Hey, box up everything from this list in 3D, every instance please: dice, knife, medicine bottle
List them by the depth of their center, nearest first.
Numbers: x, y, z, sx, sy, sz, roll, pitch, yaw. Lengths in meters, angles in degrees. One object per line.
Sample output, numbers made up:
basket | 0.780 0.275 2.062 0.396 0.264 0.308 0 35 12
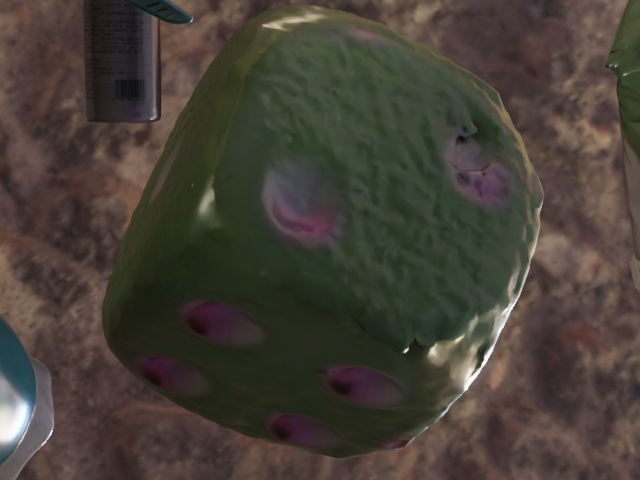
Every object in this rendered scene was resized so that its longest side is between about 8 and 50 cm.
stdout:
knife | -0.100 -0.121 0.634 0.091 0.014 0.005 27 -139 -11
medicine bottle | -0.146 -0.186 1.006 0.057 0.057 0.199 -9 -79 -48
dice | 0.000 0.000 1.311 0.330 0.322 0.318 25 -122 -12

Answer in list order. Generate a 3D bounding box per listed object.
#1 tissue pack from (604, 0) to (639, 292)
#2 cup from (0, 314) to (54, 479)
tissue pack | 0.309 -0.087 0.527 0.194 0.356 0.266 69 -143 -48
cup | -0.283 0.103 0.983 0.173 0.167 0.300 38 -148 -48
